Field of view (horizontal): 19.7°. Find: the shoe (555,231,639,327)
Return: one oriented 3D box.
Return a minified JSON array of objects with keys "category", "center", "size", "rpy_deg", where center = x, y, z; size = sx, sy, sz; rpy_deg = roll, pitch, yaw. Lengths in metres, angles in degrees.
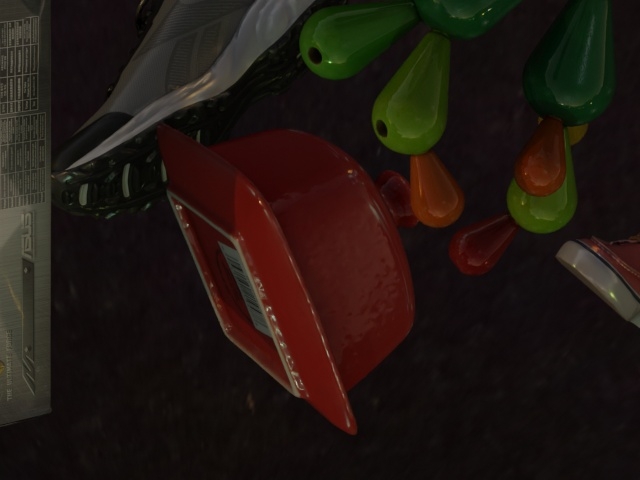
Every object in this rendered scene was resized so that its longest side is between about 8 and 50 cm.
[{"category":"shoe","center":[0.220,0.012,1.234],"size":[0.081,0.178,0.063],"rpy_deg":[-49,61,6]}]

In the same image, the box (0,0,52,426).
[{"category":"box","center":[-0.201,-0.041,0.960],"size":[0.056,0.183,0.231],"rpy_deg":[-11,118,-30]}]

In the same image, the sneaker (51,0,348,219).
[{"category":"sneaker","center":[-0.097,-0.116,1.262],"size":[0.108,0.100,0.271],"rpy_deg":[38,62,14]}]

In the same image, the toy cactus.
[{"category":"toy cactus","center":[0.078,-0.105,0.718],"size":[0.180,0.112,0.219],"rpy_deg":[-24,105,9]}]

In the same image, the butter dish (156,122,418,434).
[{"category":"butter dish","center":[0.000,0.000,1.004],"size":[0.118,0.160,0.160],"rpy_deg":[-28,117,-15]}]
